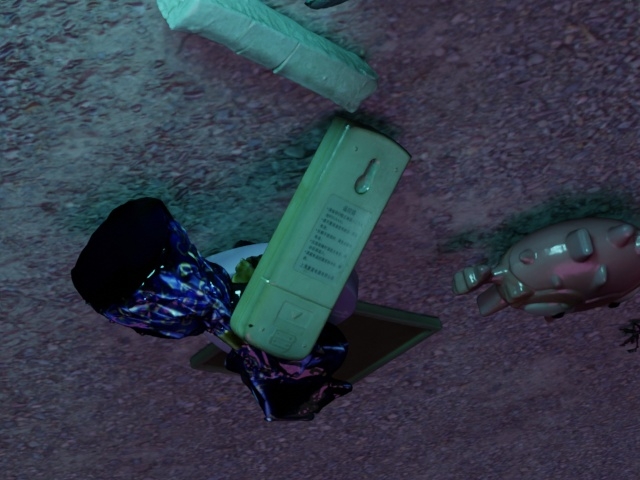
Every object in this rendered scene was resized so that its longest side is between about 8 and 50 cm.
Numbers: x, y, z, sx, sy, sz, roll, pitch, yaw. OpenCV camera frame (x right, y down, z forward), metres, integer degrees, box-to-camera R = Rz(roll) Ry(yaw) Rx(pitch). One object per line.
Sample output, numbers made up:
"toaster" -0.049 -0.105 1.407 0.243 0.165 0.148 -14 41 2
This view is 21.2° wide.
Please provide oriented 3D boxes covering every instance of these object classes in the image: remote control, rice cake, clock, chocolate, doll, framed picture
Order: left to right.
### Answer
"chocolate" -0.076 0.083 1.681 0.343 0.126 0.148 35 93 -36
"clock" -0.059 0.052 1.783 0.172 0.064 0.198 17 142 -15
"rice cake" -0.036 -0.163 1.423 0.045 0.042 0.245 -42 143 21
"framed picture" -0.003 0.120 1.996 0.250 0.016 0.184 13 142 -41
"remote control" 0.000 0.000 1.606 0.098 0.038 0.233 24 95 -44
"doll" 0.269 0.031 1.879 0.262 0.093 0.211 -5 157 -25

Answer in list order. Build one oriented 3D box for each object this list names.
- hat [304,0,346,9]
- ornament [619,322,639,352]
"hat" 0.068 -0.236 1.287 0.191 0.078 0.138 -18 -170 -2
"ornament" 0.438 0.109 2.180 0.125 0.028 0.073 -34 147 29
